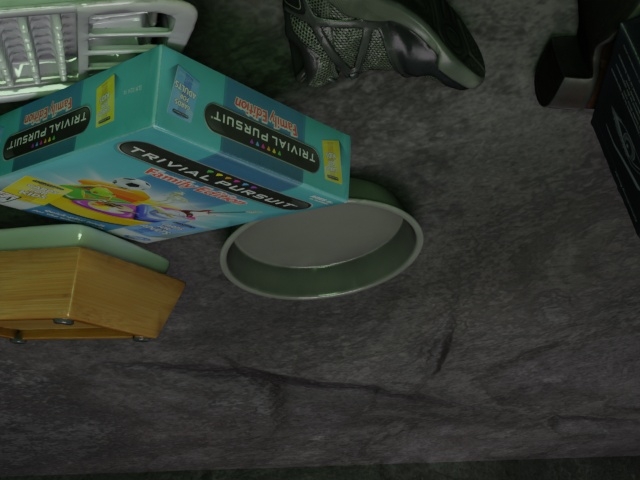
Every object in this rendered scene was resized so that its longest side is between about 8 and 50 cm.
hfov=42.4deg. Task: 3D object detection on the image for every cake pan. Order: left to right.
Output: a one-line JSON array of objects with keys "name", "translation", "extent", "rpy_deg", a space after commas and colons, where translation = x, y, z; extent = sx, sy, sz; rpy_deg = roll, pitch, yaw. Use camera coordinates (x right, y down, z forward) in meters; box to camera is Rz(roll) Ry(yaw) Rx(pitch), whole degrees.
[{"name": "cake pan", "translation": [0.000, 0.000, 1.191], "extent": [0.293, 0.054, 0.293], "rpy_deg": [-5, 150, -3]}]

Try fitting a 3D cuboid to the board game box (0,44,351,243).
[{"name": "board game box", "translation": [-0.178, -0.079, 0.869], "extent": [0.336, 0.079, 0.254], "rpy_deg": [-9, 162, 40]}]

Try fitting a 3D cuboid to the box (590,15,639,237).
[{"name": "box", "translation": [0.353, -0.114, 0.806], "extent": [0.108, 0.153, 0.207], "rpy_deg": [-17, 160, 5]}]

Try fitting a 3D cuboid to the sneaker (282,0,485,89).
[{"name": "sneaker", "translation": [0.056, -0.198, 0.826], "extent": [0.228, 0.087, 0.130], "rpy_deg": [19, 144, -33]}]

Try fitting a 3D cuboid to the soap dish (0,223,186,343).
[{"name": "soap dish", "translation": [-0.360, 0.065, 1.074], "extent": [0.291, 0.118, 0.229], "rpy_deg": [-3, 165, 22]}]

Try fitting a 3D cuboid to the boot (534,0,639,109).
[{"name": "boot", "translation": [0.400, -0.218, 0.855], "extent": [0.281, 0.096, 0.264], "rpy_deg": [-3, 150, -9]}]

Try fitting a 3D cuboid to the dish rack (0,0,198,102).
[{"name": "dish rack", "translation": [-0.283, -0.172, 0.681], "extent": [0.333, 0.072, 0.285], "rpy_deg": [-11, -179, -16]}]
